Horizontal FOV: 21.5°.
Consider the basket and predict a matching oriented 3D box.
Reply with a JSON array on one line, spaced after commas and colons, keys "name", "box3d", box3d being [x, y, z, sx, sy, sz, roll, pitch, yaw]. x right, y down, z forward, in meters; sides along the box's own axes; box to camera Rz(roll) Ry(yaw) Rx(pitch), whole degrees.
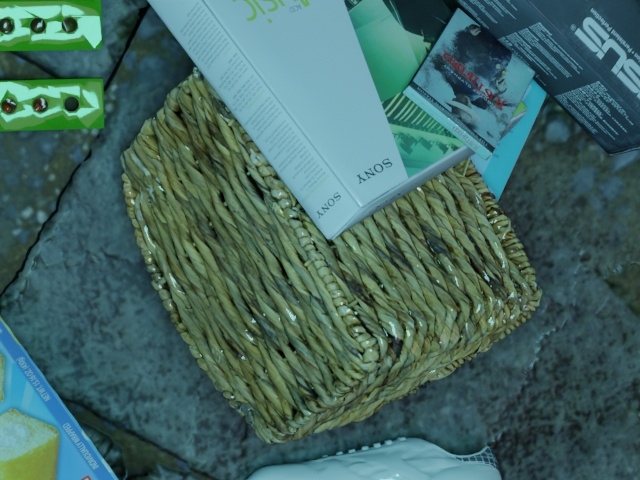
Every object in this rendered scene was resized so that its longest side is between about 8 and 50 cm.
[{"name": "basket", "box3d": [0.000, 0.000, 1.419, 0.223, 0.213, 0.299, -18, 72, -41]}]

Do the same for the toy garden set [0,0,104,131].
[{"name": "toy garden set", "box3d": [-0.289, -0.216, 1.419, 0.204, 0.049, 0.244, -2, 101, -11]}]

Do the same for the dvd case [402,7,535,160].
[{"name": "dvd case", "box3d": [0.121, -0.127, 1.354, 0.087, 0.119, 0.013, 39, 137, -7]}]

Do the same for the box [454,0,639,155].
[{"name": "box", "box3d": [0.213, -0.318, 1.411, 0.395, 0.097, 0.318, 43, 70, -14]}]

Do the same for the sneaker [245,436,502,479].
[{"name": "sneaker", "box3d": [0.048, 0.227, 1.542, 0.235, 0.095, 0.090, 5, 142, 5]}]

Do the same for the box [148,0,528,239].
[{"name": "box", "box3d": [-0.004, -0.179, 1.349, 0.232, 0.058, 0.322, -31, 82, -43]}]

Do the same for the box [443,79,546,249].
[{"name": "box", "box3d": [0.123, -0.061, 1.488, 0.060, 0.100, 0.244, 22, 95, -12]}]

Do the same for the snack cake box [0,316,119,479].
[{"name": "snack cake box", "box3d": [-0.273, 0.187, 1.375, 0.152, 0.264, 0.089, -30, 146, -20]}]
